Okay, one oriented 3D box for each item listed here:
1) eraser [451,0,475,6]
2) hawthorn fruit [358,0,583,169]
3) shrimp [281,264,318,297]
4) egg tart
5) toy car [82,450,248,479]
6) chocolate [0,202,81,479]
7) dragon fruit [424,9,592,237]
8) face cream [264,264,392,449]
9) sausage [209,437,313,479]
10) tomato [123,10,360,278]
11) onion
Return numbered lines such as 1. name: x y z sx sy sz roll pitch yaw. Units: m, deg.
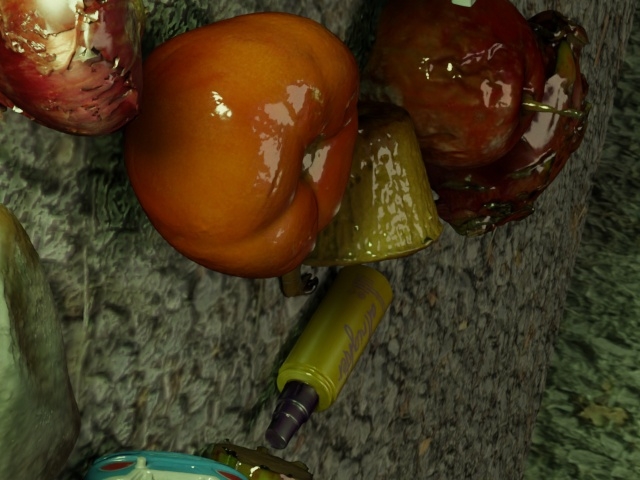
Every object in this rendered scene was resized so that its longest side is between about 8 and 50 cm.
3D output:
1. eraser: 0.149 -0.307 1.401 0.104 0.023 0.150 -52 149 -38
2. hawthorn fruit: 0.184 -0.185 1.818 0.242 0.272 0.241 22 90 -76
3. shrimp: 0.001 0.000 1.798 0.178 0.034 0.124 -51 151 -46
4. egg tart: 0.032 -0.065 1.618 0.202 0.203 0.147 -36 127 -60
5. toy car: -0.160 0.345 1.416 0.166 0.198 0.314 -115 -147 -70
6. chocolate: -0.249 0.108 1.131 0.303 0.100 0.185 87 23 -45
7. dragon fruit: 0.242 -0.169 2.060 0.250 0.250 0.315 -33 147 -62
8. face cream: 0.002 0.143 1.828 0.078 0.078 0.273 84 28 -42
9. sausage: -0.103 0.380 1.645 0.125 0.117 0.317 39 66 -74
10. tomato: -0.071 -0.087 1.339 0.260 0.180 0.259 -48 146 -47
11. onion: -0.193 -0.150 1.046 0.147 0.184 0.184 -24 140 -10
